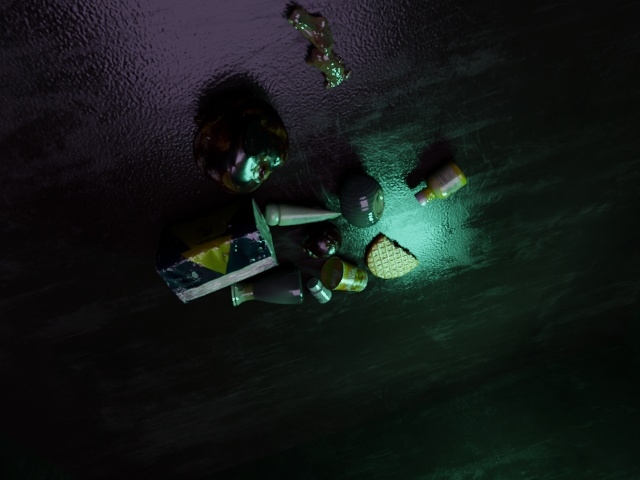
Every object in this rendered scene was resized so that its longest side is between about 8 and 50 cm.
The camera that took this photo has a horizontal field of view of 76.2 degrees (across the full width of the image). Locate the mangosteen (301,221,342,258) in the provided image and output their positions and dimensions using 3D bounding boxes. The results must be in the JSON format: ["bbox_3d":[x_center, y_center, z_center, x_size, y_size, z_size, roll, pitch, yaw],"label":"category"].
[{"bbox_3d":[0.010,0.000,1.797,0.173,0.172,0.184,2,172,-12],"label":"mangosteen"}]

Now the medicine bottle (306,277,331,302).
[{"bbox_3d":[-0.008,0.246,2.023,0.080,0.080,0.130,-31,130,9],"label":"medicine bottle"}]

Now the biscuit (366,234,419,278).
[{"bbox_3d":[0.344,0.105,2.041,0.309,0.040,0.204,32,114,-33],"label":"biscuit"}]

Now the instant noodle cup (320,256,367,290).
[{"bbox_3d":[0.123,0.175,1.969,0.185,0.168,0.168,18,121,-36],"label":"instant noodle cup"}]

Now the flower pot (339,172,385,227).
[{"bbox_3d":[0.173,-0.161,1.678,0.157,0.189,0.243,13,143,28],"label":"flower pot"}]

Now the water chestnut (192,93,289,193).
[{"bbox_3d":[-0.288,-0.334,1.376,0.335,0.347,0.335,-45,149,-37],"label":"water chestnut"}]

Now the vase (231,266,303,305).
[{"bbox_3d":[-0.246,0.224,1.895,0.322,0.173,0.173,-6,129,-3],"label":"vase"}]

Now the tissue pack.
[{"bbox_3d":[-0.400,0.033,1.619,0.417,0.264,0.253,-20,129,0],"label":"tissue pack"}]

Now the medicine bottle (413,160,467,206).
[{"bbox_3d":[0.510,-0.234,1.765,0.213,0.121,0.122,-37,128,14],"label":"medicine bottle"}]

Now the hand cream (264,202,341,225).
[{"bbox_3d":[-0.076,-0.104,1.707,0.306,0.147,0.093,2,84,-15],"label":"hand cream"}]

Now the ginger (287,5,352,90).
[{"bbox_3d":[-0.003,-0.633,1.338,0.122,0.084,0.290,-16,138,25],"label":"ginger"}]
